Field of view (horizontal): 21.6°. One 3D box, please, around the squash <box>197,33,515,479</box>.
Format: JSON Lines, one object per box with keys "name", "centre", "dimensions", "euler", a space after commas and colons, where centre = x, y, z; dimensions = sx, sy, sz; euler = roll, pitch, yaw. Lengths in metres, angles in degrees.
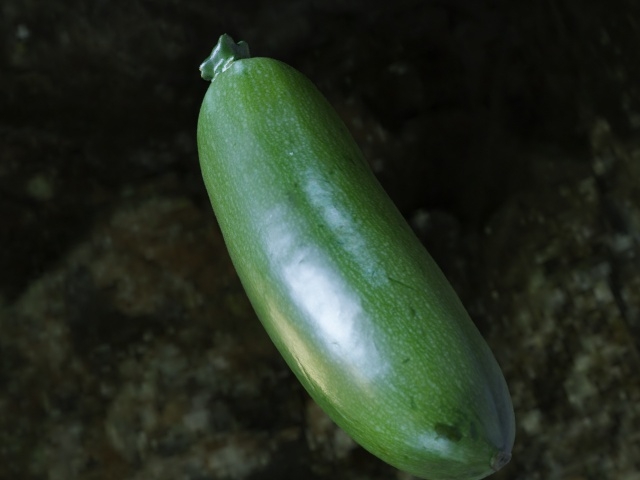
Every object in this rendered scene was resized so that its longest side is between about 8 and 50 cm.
{"name": "squash", "centre": [0.000, 0.000, 1.003], "dimensions": [0.107, 0.395, 0.107], "euler": [-14, -47, -15]}
